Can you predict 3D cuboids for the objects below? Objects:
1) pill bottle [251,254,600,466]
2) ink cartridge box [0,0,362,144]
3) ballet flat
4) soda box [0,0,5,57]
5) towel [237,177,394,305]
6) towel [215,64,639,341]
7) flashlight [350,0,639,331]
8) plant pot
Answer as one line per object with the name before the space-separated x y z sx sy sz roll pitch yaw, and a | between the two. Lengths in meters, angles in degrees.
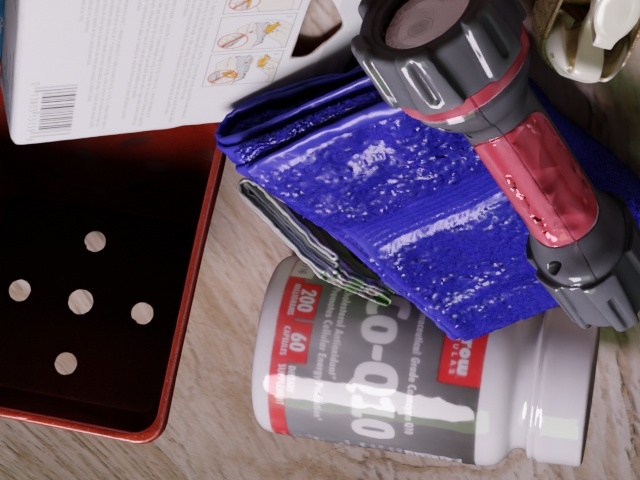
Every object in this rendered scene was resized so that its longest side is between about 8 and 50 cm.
pill bottle | 0.095 0.108 1.486 0.283 0.161 0.161 7 154 11
ink cartridge box | -0.089 -0.159 1.147 0.239 0.060 0.275 -8 159 -15
ballet flat | 0.170 -0.139 1.049 0.073 0.067 0.206 13 155 2
soda box | -0.283 -0.094 1.190 0.067 0.210 0.071 5 154 16
towel | 0.000 0.000 1.369 0.113 0.023 0.152 46 -172 22
towel | 0.100 -0.030 1.262 0.228 0.076 0.308 -20 141 34
flashlight | 0.133 -0.051 1.103 0.103 0.103 0.304 12 150 45
plant pot | -0.216 0.028 1.381 0.267 0.267 0.236 10 166 6
